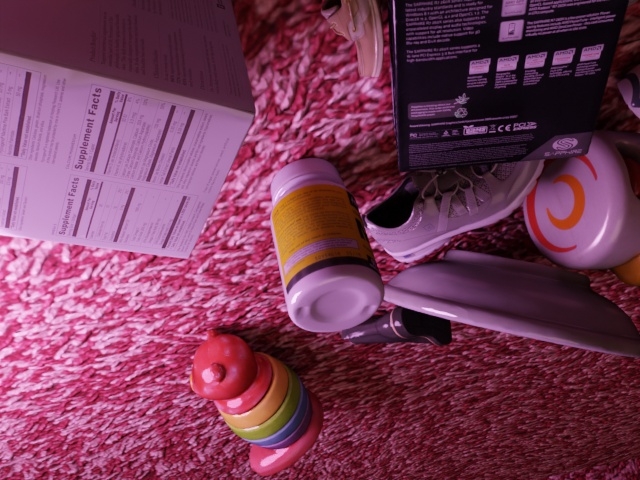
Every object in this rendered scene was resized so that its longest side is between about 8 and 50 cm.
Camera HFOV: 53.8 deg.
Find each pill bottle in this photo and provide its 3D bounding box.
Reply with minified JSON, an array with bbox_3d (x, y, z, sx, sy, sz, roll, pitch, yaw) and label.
[{"bbox_3d":[0.000,0.000,0.799,0.119,0.209,0.119,-9,141,-7],"label":"pill bottle"}]

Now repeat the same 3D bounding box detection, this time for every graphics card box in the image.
[{"bbox_3d":[0.184,-0.236,0.645,0.232,0.094,0.371,-6,140,6],"label":"graphics card box"}]

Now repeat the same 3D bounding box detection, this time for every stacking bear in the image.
[{"bbox_3d":[-0.126,0.272,1.129,0.164,0.175,0.289,-24,133,13],"label":"stacking bear"}]

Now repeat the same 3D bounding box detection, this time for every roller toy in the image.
[{"bbox_3d":[0.396,-0.055,0.875,0.146,0.209,0.191,0,113,-20],"label":"roller toy"}]

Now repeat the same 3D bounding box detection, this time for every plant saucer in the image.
[{"bbox_3d":[0.291,0.082,0.963,0.400,0.400,0.101,12,90,-29],"label":"plant saucer"}]

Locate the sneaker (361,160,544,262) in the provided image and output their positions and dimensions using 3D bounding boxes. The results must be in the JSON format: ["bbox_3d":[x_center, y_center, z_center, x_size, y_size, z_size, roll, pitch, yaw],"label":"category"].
[{"bbox_3d":[0.176,-0.066,0.861,0.115,0.105,0.281,25,126,-39],"label":"sneaker"}]

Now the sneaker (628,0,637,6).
[{"bbox_3d":[0.329,-0.328,0.591,0.099,0.121,0.262,-9,140,-7],"label":"sneaker"}]

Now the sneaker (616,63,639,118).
[{"bbox_3d":[0.524,-0.199,0.827,0.235,0.094,0.153,23,137,-25],"label":"sneaker"}]

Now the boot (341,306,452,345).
[{"bbox_3d":[0.146,0.163,1.168,0.137,0.077,0.198,-20,152,35],"label":"boot"}]

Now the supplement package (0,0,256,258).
[{"bbox_3d":[-0.226,-0.132,0.575,0.262,0.199,0.198,9,136,-27],"label":"supplement package"}]

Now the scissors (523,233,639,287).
[{"bbox_3d":[0.442,0.037,0.937,0.109,0.297,0.021,-23,128,-43],"label":"scissors"}]

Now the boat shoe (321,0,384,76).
[{"bbox_3d":[0.029,-0.243,0.644,0.059,0.063,0.170,-13,131,1],"label":"boat shoe"}]
